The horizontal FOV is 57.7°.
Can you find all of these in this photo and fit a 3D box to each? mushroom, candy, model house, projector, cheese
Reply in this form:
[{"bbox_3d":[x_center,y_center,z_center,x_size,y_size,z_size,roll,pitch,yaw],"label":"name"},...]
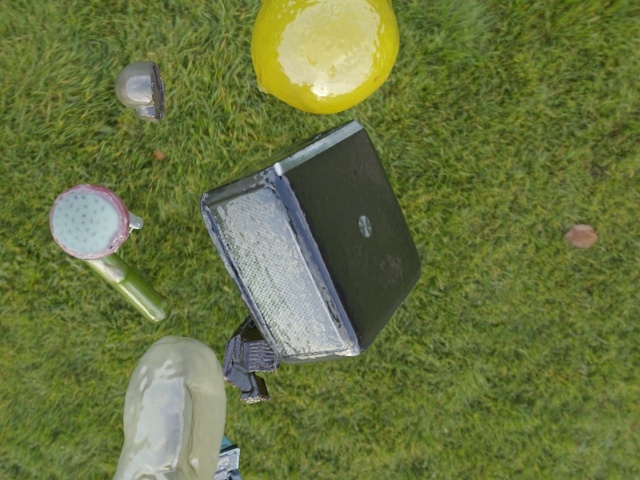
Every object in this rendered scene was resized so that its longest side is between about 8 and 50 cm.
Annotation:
[{"bbox_3d":[-0.444,-0.371,1.434,0.117,0.188,0.141,10,91,-2],"label":"mushroom"},{"bbox_3d":[-0.310,-0.026,0.782,0.103,0.043,0.103,-1,99,-5],"label":"candy"},{"bbox_3d":[-0.160,0.312,1.484,0.164,0.141,0.203,16,102,29],"label":"model house"},{"bbox_3d":[0.000,0.000,1.240,0.242,0.395,0.405,-16,105,35],"label":"projector"},{"bbox_3d":[-0.182,0.250,0.701,0.093,0.159,0.262,3,71,9],"label":"cheese"}]

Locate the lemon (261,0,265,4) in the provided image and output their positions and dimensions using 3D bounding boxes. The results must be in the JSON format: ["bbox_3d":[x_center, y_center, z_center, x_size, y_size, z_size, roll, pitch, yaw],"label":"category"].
[{"bbox_3d":[-0.017,-0.499,1.124,0.204,0.260,0.204,-22,133,-25],"label":"lemon"}]

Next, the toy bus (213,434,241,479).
[{"bbox_3d":[-0.268,0.540,1.273,0.133,0.165,0.271,-9,115,-35],"label":"toy bus"}]

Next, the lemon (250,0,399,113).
[{"bbox_3d":[0.003,-0.251,0.740,0.203,0.178,0.178,-34,112,10],"label":"lemon"}]

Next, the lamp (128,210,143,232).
[{"bbox_3d":[-0.528,0.000,1.502,0.056,0.050,0.198,23,126,-34],"label":"lamp"}]

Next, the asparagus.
[{"bbox_3d":[-0.395,0.088,1.196,0.067,0.060,0.277,10,150,23],"label":"asparagus"}]
